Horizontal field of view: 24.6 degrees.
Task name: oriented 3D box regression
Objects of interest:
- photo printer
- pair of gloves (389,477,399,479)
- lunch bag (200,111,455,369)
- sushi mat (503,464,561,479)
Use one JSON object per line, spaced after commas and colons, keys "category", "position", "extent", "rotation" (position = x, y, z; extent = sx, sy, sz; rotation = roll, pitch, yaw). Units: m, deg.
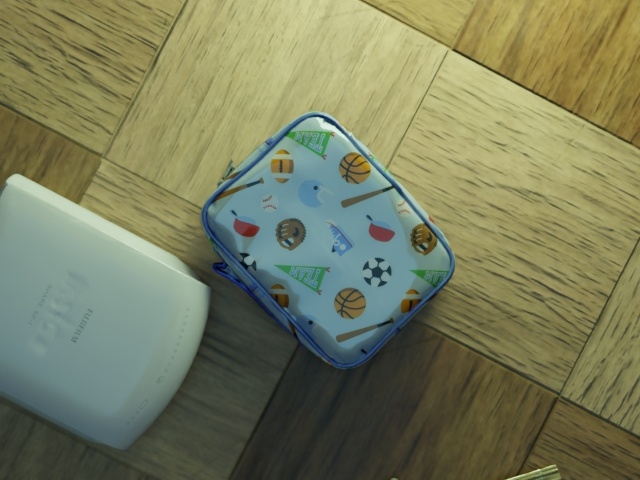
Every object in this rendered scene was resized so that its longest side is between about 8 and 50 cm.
{"category": "photo printer", "position": [-0.304, 0.098, 1.822], "extent": [0.307, 0.107, 0.256], "rotation": [29, 88, -2]}
{"category": "pair of gloves", "position": [0.094, 0.450, 1.871], "extent": [0.204, 0.042, 0.240], "rotation": [-38, 90, -2]}
{"category": "lunch bag", "position": [0.000, 0.000, 1.837], "extent": [0.243, 0.115, 0.303], "rotation": [-43, 92, 0]}
{"category": "sushi mat", "position": [0.180, 0.398, 1.856], "extent": [0.316, 0.019, 0.151], "rotation": [-14, 81, -12]}
